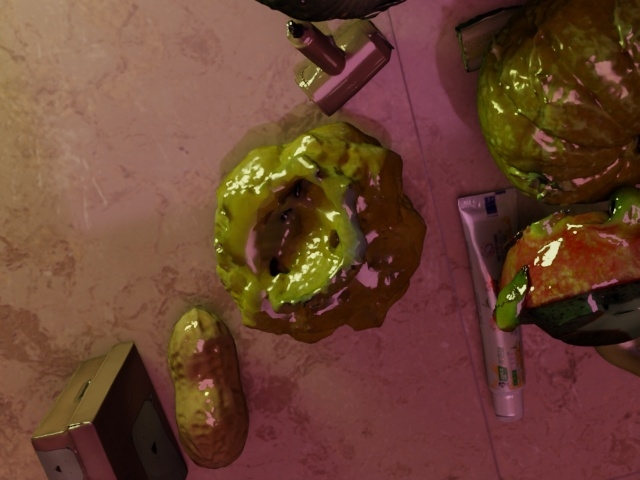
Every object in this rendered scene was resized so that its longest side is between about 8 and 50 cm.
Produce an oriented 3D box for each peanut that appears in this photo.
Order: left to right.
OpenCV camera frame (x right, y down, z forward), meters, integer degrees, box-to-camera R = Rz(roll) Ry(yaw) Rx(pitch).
[{"bbox_3d":[-0.144,0.194,1.395,0.095,0.108,0.226,-9,108,-10],"label":"peanut"}]

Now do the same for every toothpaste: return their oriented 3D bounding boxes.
[{"bbox_3d":[0.232,0.089,1.411,0.056,0.058,0.314,4,110,36],"label":"toothpaste"}]

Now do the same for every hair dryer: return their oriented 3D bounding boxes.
[{"bbox_3d":[0.008,-0.216,1.232,0.117,0.182,0.064,-42,68,10],"label":"hair dryer"}]

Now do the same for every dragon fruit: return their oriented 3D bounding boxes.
[{"bbox_3d":[0.328,0.044,1.280,0.268,0.295,0.130,-7,69,-3],"label":"dragon fruit"}]

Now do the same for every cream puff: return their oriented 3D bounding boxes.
[{"bbox_3d":[-0.002,0.001,1.296,0.282,0.185,0.282,-2,111,-6],"label":"cream puff"}]

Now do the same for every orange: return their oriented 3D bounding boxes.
[{"bbox_3d":[0.312,-0.184,1.207,0.300,0.223,0.301,3,138,-46],"label":"orange"}]

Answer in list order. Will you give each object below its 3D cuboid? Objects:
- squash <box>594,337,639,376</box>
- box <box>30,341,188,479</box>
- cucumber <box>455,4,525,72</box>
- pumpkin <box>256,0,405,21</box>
[{"bbox_3d":[0.461,0.165,1.439,0.250,0.083,0.083,33,104,-17],"label":"squash"},{"bbox_3d":[-0.259,0.273,1.360,0.086,0.215,0.215,-16,109,11],"label":"box"},{"bbox_3d":[0.216,-0.252,1.297,0.107,0.035,0.067,-21,127,3],"label":"cucumber"},{"bbox_3d":[0.030,-0.379,1.125,0.328,0.257,0.291,-39,143,20],"label":"pumpkin"}]
